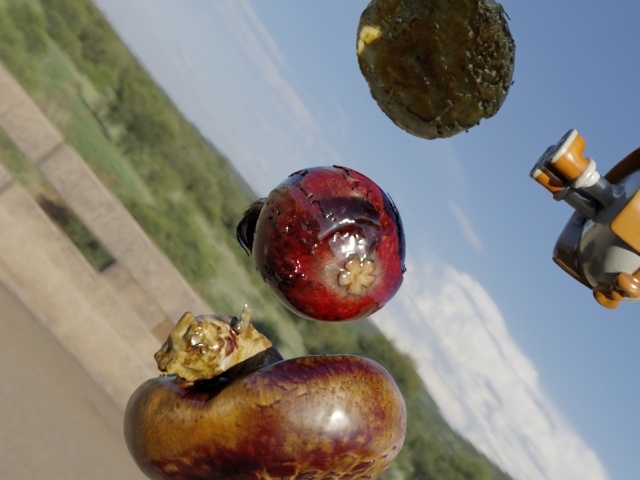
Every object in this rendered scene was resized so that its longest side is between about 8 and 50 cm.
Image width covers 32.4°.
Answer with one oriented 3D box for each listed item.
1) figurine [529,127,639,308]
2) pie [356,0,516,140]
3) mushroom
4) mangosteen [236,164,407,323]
[{"bbox_3d":[0.287,0.017,0.901,0.271,0.143,0.143,53,-3,4],"label":"figurine"},{"bbox_3d":[0.178,-0.292,1.747,0.274,0.274,0.055,52,28,5],"label":"pie"},{"bbox_3d":[-0.058,0.185,1.113,0.278,0.297,0.163,41,44,-43],"label":"mushroom"},{"bbox_3d":[0.000,0.000,1.137,0.166,0.166,0.180,54,-14,-27],"label":"mangosteen"}]
